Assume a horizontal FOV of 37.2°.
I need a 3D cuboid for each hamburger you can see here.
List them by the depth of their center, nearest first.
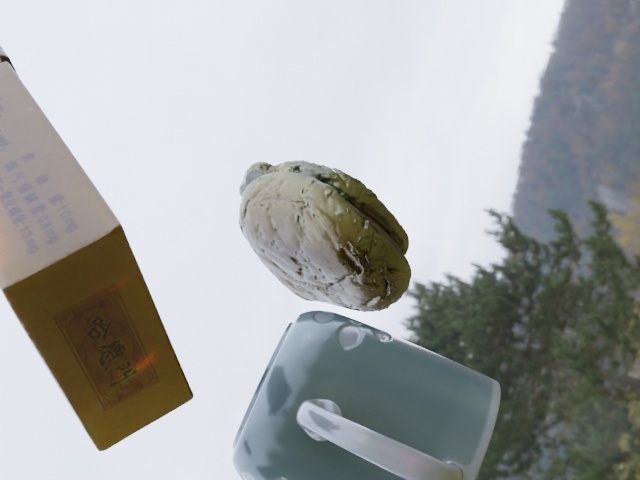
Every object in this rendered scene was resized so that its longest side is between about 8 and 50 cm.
[{"bbox_3d":[0.000,0.001,1.427,0.265,0.284,0.134,45,-121,-39],"label":"hamburger"}]

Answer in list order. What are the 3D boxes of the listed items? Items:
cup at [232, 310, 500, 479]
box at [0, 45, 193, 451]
[{"bbox_3d":[0.047,0.233,1.149,0.357,0.274,0.259,83,-149,-82],"label":"cup"},{"bbox_3d":[-0.293,-0.023,0.961,0.115,0.415,0.264,-30,-41,-15],"label":"box"}]
